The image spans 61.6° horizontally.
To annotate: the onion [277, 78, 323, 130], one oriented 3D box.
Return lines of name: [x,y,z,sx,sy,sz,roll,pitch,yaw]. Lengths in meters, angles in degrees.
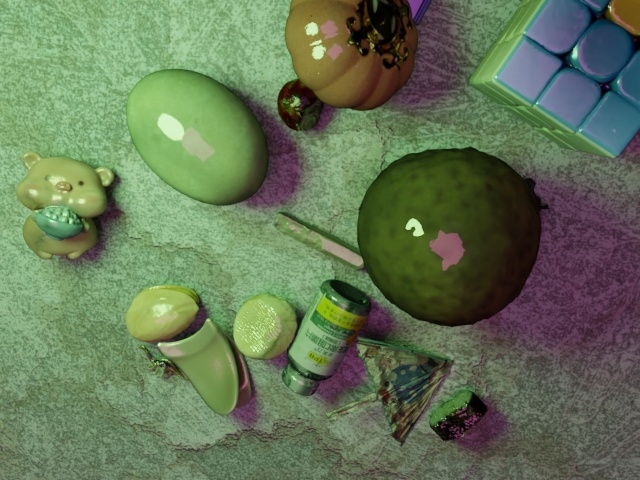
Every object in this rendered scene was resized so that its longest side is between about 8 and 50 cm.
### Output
onion: [-0.051,-0.319,1.248,0.119,0.118,0.117,33,116,-3]

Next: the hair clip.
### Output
hair clip: [-0.285,0.349,1.448,0.173,0.113,0.282,-28,95,10]

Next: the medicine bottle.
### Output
medicine bottle: [0.006,0.253,1.370,0.141,0.141,0.293,28,106,-2]

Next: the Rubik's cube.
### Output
Rubik's cube: [0.519,-0.370,1.082,0.290,0.291,0.291,31,104,-2]

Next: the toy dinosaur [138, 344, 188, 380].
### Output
toy dinosaur: [-0.437,0.357,1.495,0.180,0.037,0.058,28,110,-1]

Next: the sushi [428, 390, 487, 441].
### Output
sushi: [0.363,0.462,1.415,0.150,0.090,0.078,-43,93,15]

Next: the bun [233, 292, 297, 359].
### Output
bun: [-0.136,0.220,1.381,0.164,0.111,0.188,41,111,30]

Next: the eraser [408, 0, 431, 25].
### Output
eraser: [0.214,-0.538,1.206,0.063,0.027,0.084,27,104,-3]

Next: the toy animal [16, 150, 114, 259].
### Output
toy animal: [-0.636,-0.077,1.336,0.210,0.229,0.221,6,150,-23]

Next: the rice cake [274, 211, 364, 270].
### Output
rice cake: [0.000,0.000,1.348,0.256,0.057,0.052,27,79,-2]

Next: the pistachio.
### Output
pistachio: [-0.419,0.191,1.406,0.201,0.117,0.145,-24,113,11]

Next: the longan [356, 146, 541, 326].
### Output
longan: [0.272,-0.014,1.163,0.391,0.391,0.391,1,104,5]

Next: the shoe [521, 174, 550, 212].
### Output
shoe: [0.495,-0.076,1.277,0.099,0.071,0.169,-11,99,6]

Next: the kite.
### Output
kite: [0.188,0.396,1.412,0.368,0.014,0.406,-24,115,-3]

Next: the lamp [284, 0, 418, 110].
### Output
lamp: [0.056,-0.424,1.142,0.305,0.240,0.305,1,88,-37]

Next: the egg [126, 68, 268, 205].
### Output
egg: [-0.275,-0.232,1.216,0.258,0.258,0.352,-42,96,14]
